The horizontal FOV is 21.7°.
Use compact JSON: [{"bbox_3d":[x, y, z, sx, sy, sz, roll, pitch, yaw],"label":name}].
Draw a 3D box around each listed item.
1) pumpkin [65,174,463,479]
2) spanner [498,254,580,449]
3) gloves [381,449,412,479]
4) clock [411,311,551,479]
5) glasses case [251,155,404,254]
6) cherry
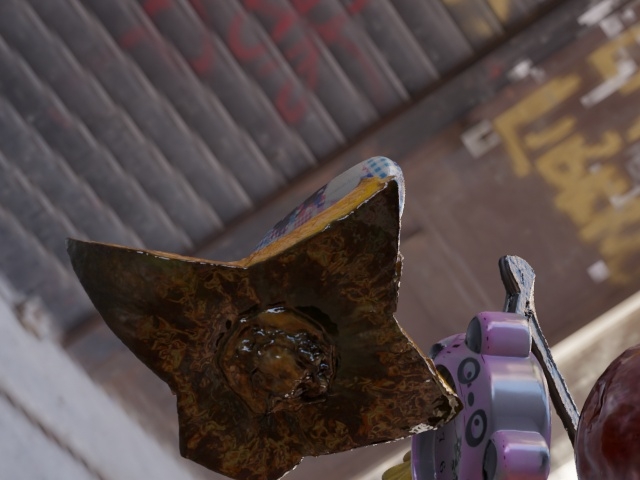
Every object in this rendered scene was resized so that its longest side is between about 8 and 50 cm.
[{"bbox_3d":[-0.042,0.084,1.433,0.095,0.290,0.258,-99,174,-67],"label":"pumpkin"},{"bbox_3d":[0.300,0.160,2.216,0.093,0.026,0.325,-50,121,-49],"label":"spanner"},{"bbox_3d":[0.164,0.270,2.370,0.116,0.294,0.133,45,37,10],"label":"gloves"},{"bbox_3d":[0.154,0.201,1.676,0.248,0.090,0.228,116,-27,-55],"label":"clock"},{"bbox_3d":[0.000,0.000,2.266,0.076,0.327,0.125,26,48,-27],"label":"glasses case"},{"bbox_3d":[0.452,0.244,1.812,0.335,0.291,0.326,3,36,-41],"label":"cherry"}]
